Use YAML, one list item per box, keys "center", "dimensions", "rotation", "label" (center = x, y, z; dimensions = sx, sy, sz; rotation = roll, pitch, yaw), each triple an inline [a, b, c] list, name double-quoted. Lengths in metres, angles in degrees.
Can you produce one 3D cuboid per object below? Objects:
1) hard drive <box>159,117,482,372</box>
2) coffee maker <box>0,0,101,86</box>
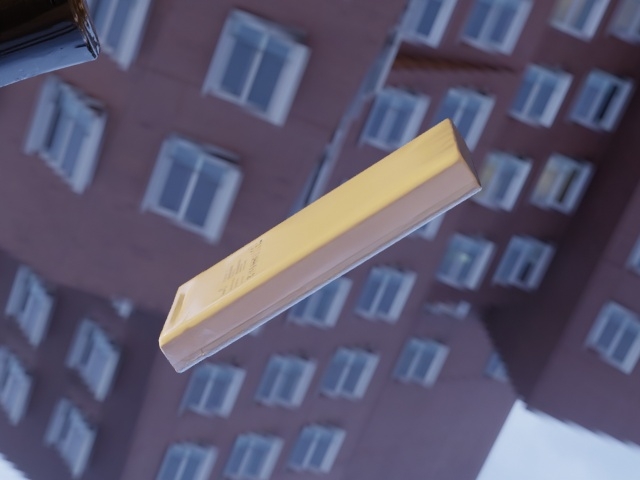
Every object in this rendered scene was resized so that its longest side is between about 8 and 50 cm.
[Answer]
- center: [0.000, 0.000, 1.589]
  dimensions: [0.040, 0.307, 0.203]
  rotation: [57, -172, -11]
  label: "hard drive"
- center: [-0.254, -0.150, 1.242]
  dimensions: [0.178, 0.120, 0.171]
  rotation: [-21, -167, 0]
  label: "coffee maker"
